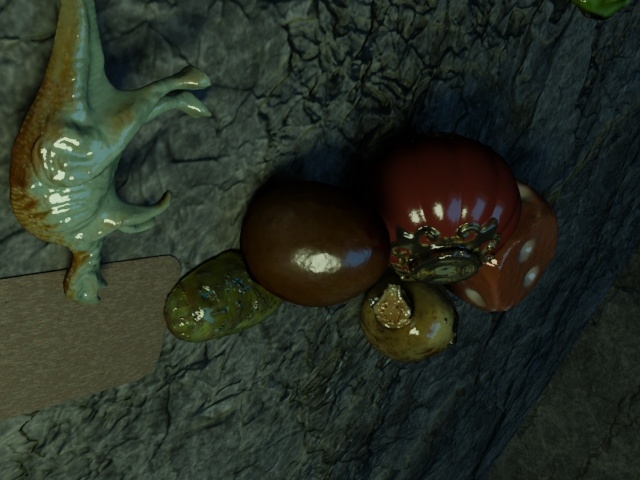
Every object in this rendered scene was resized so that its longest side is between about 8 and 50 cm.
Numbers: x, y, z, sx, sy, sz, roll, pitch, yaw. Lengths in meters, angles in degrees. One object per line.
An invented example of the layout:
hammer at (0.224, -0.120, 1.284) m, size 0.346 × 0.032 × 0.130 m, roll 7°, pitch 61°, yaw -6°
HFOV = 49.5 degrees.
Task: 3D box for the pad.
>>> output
pad at (-0.268, 0.104, 0.725) m, size 0.266 × 0.002 × 0.176 m, roll -9°, pitch 125°, yaw -48°

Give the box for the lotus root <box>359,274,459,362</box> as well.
lotus root at (0.153, 0.127, 1.129) m, size 0.257 × 0.154 × 0.140 m, roll 9°, pitch 90°, yaw -61°

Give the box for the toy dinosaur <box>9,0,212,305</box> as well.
toy dinosaur at (-0.182, -0.108, 0.585) m, size 0.205 × 0.092 × 0.393 m, roll -33°, pitch 143°, yaw -23°

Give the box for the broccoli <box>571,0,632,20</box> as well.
broccoli at (0.493, -0.460, 1.003) m, size 0.297 × 0.297 × 0.297 m, roll -40°, pitch 175°, yaw -22°

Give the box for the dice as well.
dice at (0.284, -0.002, 1.167) m, size 0.175 × 0.174 × 0.179 m, roll -42°, pitch 145°, yaw -18°

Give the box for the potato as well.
potato at (-0.100, 0.075, 0.863) m, size 0.198 × 0.054 × 0.119 m, roll 1°, pitch 114°, yaw -53°

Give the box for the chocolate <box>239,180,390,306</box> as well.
chocolate at (0.000, 0.000, 0.814) m, size 0.177 × 0.177 × 0.177 m, roll -32°, pitch 140°, yaw -31°

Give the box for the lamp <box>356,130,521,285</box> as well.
lamp at (0.158, -0.050, 0.950) m, size 0.227 × 0.227 × 0.227 m, roll -32°, pitch 140°, yaw -31°
